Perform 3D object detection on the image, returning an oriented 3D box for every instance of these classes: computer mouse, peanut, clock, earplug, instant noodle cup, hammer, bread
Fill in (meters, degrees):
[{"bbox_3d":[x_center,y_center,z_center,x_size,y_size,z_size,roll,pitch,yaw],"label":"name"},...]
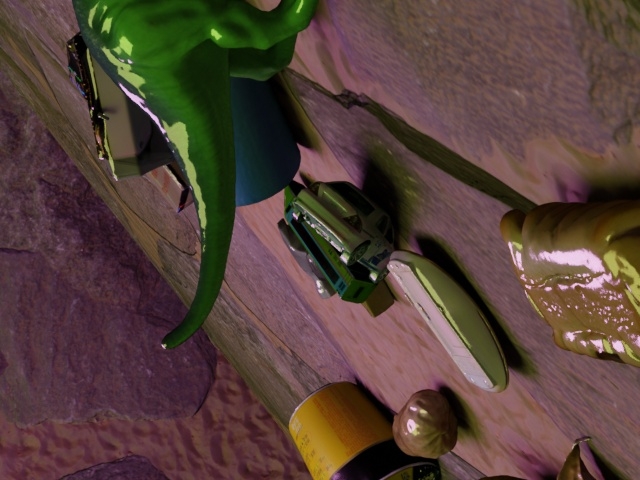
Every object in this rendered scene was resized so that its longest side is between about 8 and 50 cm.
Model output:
[{"bbox_3d":[0.150,0.086,1.325,0.199,0.045,0.102,53,167,-7],"label":"computer mouse"},{"bbox_3d":[0.148,0.271,1.709,0.099,0.099,0.214,51,164,5],"label":"peanut"},{"bbox_3d":[-0.213,-0.196,1.431,0.253,0.083,0.186,-68,-29,-67],"label":"clock"},{"bbox_3d":[-0.120,-0.181,1.371,0.132,0.132,0.273,39,158,42],"label":"earplug"},{"bbox_3d":[0.062,0.383,2.074,0.236,0.215,0.215,52,169,34],"label":"instant noodle cup"},{"bbox_3d":[0.021,0.040,1.638,0.158,0.041,0.226,57,166,-28],"label":"hammer"},{"bbox_3d":[0.219,0.027,0.884,0.134,0.081,0.225,60,167,-11],"label":"bread"}]

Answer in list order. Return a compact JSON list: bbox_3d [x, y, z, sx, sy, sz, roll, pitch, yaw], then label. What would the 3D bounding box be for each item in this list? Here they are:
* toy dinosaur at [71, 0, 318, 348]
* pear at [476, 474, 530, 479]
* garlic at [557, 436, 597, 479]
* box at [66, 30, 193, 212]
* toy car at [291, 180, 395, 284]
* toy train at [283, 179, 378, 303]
[{"bbox_3d":[-0.202,-0.171,1.072,0.375,0.500,0.144,19,-176,-16],"label":"toy dinosaur"},{"bbox_3d":[0.256,0.445,1.459,0.287,0.287,0.375,66,178,-46],"label":"pear"},{"bbox_3d":[0.316,0.337,1.290,0.206,0.115,0.128,48,172,25],"label":"garlic"},{"bbox_3d":[-0.295,-0.202,1.952,0.310,0.084,0.198,51,167,2],"label":"box"},{"bbox_3d":[0.039,-0.016,1.361,0.090,0.076,0.224,41,-178,19],"label":"toy car"},{"bbox_3d":[0.000,0.000,1.499,0.044,0.042,0.209,16,-152,-42],"label":"toy train"}]
